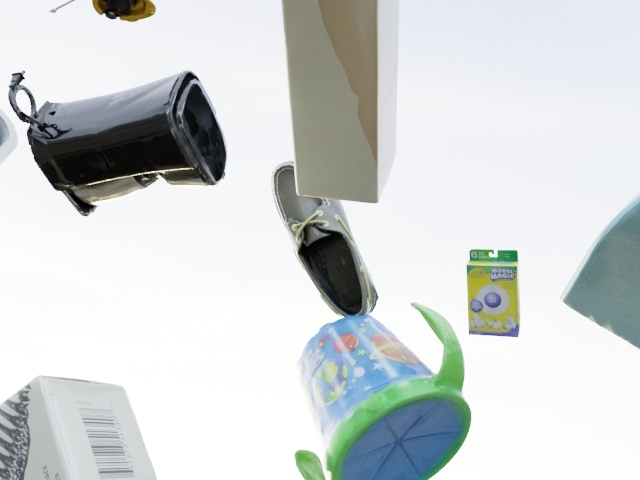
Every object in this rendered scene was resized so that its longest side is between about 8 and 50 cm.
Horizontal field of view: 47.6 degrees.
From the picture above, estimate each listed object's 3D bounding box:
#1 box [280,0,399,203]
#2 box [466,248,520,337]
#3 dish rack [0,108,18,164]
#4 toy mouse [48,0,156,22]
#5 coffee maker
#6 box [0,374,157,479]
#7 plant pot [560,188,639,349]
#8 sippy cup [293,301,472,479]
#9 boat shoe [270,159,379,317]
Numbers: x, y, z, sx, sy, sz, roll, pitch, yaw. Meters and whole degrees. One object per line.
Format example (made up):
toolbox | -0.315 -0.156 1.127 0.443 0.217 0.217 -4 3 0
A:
box | 0.032 -0.216 0.961 0.121 0.148 0.311 8 -49 14
box | 0.352 0.106 1.476 0.105 0.043 0.179 0 -76 21
dish rack | -0.613 -0.199 1.024 0.072 0.286 0.333 -30 -64 20
toy mouse | -0.178 -0.283 0.705 0.160 0.031 0.143 1 -45 -19
coffee maker | -0.212 -0.114 0.784 0.178 0.120 0.171 -11 -25 19
box | -0.259 0.220 0.549 0.275 0.113 0.094 -37 -28 13
plant pot | 0.552 0.007 1.073 0.247 0.247 0.252 -38 -32 -31
sippy cup | 0.077 0.242 1.125 0.305 0.224 0.240 -29 -48 -7
boat shoe | 0.004 -0.002 1.230 0.109 0.305 0.091 -29 -2 8
